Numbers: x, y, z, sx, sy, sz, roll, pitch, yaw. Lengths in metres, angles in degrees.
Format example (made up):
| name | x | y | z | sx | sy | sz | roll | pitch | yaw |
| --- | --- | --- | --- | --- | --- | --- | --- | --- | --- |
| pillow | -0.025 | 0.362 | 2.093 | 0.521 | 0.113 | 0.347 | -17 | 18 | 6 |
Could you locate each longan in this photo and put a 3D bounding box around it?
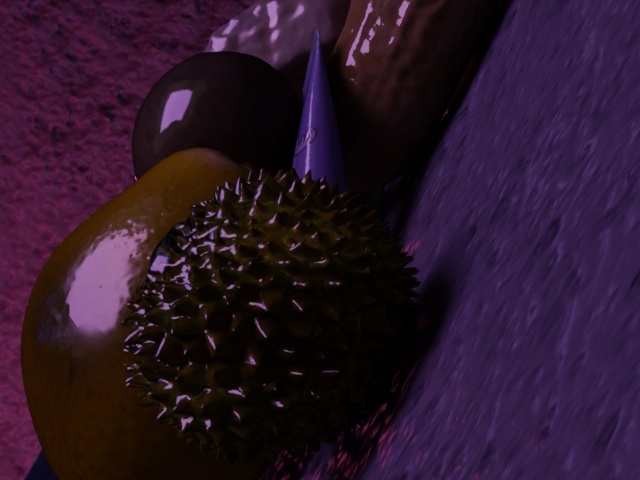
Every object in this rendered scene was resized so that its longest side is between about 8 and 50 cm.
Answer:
| name | x | y | z | sx | sy | sz | roll | pitch | yaw |
| --- | --- | --- | --- | --- | --- | --- | --- | --- | --- |
| longan | -0.109 | -0.094 | 2.089 | 0.215 | 0.246 | 0.246 | -31 | 6 | -2 |

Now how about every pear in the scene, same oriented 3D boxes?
| name | x | y | z | sx | sy | sz | roll | pitch | yaw |
| --- | --- | --- | --- | --- | --- | --- | --- | --- | --- |
| pear | -0.177 | 0.090 | 1.802 | 0.340 | 0.191 | 0.386 | 21 | 95 | 51 |

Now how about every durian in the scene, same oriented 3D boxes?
| name | x | y | z | sx | sy | sz | roll | pitch | yaw |
| --- | --- | --- | --- | --- | --- | --- | --- | --- | --- |
| durian | -0.050 | 0.066 | 1.539 | 0.291 | 0.225 | 0.291 | -45 | 24 | 26 |

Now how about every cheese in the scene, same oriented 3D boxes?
| name | x | y | z | sx | sy | sz | roll | pitch | yaw |
| --- | --- | --- | --- | --- | --- | --- | --- | --- | --- |
| cheese | -0.014 | -0.224 | 2.311 | 0.318 | 0.326 | 0.115 | -47 | 60 | 53 |

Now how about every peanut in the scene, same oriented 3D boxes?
| name | x | y | z | sx | sy | sz | roll | pitch | yaw |
| --- | --- | --- | --- | --- | --- | --- | --- | --- | --- |
| peanut | 0.092 | -0.220 | 2.001 | 0.340 | 0.158 | 0.174 | -66 | 19 | -12 |

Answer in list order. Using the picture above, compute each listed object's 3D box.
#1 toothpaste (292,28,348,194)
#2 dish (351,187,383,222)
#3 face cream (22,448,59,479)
| name | x | y | z | sx | sy | sz | roll | pitch | yaw |
| --- | --- | --- | --- | --- | --- | --- | --- | --- | --- |
| toothpaste | 0.000 | -0.047 | 1.894 | 0.125 | 0.080 | 0.371 | 102 | 170 | -52 |
| dish | 0.000 | 0.000 | 2.168 | 0.182 | 0.080 | 0.243 | -61 | 6 | 16 |
| face cream | -0.232 | 0.221 | 2.252 | 0.234 | 0.137 | 0.420 | -56 | -19 | 19 |
